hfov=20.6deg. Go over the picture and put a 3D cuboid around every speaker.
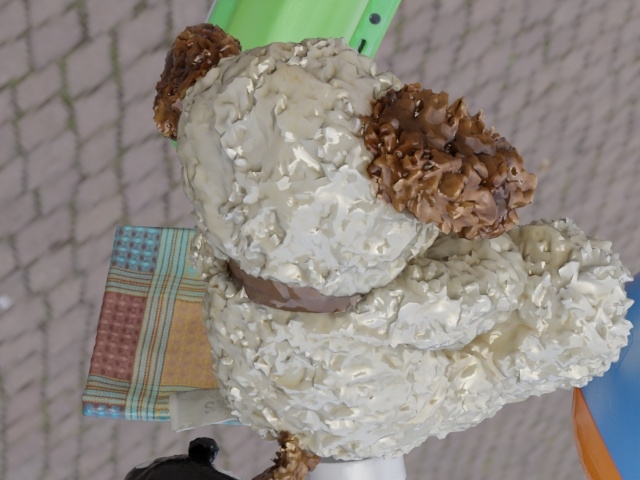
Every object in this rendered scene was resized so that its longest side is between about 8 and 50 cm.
[{"bbox_3d":[-0.008,-0.185,1.303,0.131,0.131,0.297,-6,129,-52],"label":"speaker"}]

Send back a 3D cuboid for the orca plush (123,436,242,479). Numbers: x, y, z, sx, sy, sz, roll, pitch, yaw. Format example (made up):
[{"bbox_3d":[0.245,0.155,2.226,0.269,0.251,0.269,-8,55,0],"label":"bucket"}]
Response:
[{"bbox_3d":[-0.139,0.304,1.870,0.102,0.287,0.151,3,113,-43],"label":"orca plush"}]

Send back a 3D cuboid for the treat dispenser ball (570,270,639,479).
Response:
[{"bbox_3d":[0.362,0.144,1.530,0.288,0.288,0.288,-33,153,-19],"label":"treat dispenser ball"}]

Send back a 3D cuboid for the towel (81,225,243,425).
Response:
[{"bbox_3d":[-0.078,0.098,2.062,0.370,0.271,0.040,3,144,5],"label":"towel"}]

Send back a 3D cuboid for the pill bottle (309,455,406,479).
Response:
[{"bbox_3d":[0.050,0.330,1.850,0.121,0.221,0.121,-8,-176,1],"label":"pill bottle"}]

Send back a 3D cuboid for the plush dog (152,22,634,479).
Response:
[{"bbox_3d":[0.000,0.000,0.872,0.210,0.262,0.225,-45,138,-34],"label":"plush dog"}]
